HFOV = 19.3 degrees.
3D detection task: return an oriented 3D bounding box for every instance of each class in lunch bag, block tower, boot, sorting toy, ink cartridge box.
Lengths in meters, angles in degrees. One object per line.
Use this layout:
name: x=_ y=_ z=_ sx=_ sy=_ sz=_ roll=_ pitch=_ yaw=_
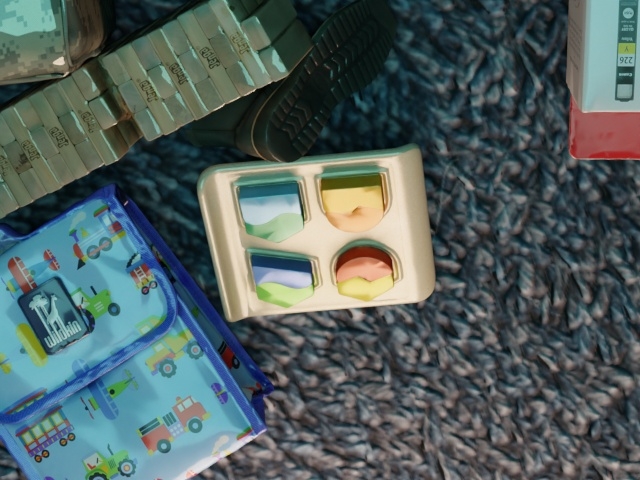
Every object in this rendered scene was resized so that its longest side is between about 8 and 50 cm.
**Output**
lunch bag: x=-0.326 y=-0.241 z=1.611 sx=0.256 sy=0.305 sz=0.213 roll=-8 pitch=104 yaw=2
block tower: x=-0.175 y=-0.132 z=1.701 sx=0.335 sy=0.097 sz=0.091 roll=-24 pitch=103 yaw=23
lunch bag: x=-0.217 y=0.100 z=1.781 sx=0.221 sy=0.138 sz=0.293 roll=-33 pitch=101 yaw=8
boot: x=-0.032 y=-0.158 z=1.749 sx=0.198 sy=0.137 sz=0.077 roll=-47 pitch=123 yaw=-26
sorting toy: x=0.000 y=0.000 z=1.762 sx=0.208 sy=0.038 sz=0.193 roll=-8 pitch=132 yaw=2
ink cartridge box: x=0.384 y=-0.191 z=1.699 sx=0.309 sy=0.130 sz=0.272 roll=0 pitch=105 yaw=1
